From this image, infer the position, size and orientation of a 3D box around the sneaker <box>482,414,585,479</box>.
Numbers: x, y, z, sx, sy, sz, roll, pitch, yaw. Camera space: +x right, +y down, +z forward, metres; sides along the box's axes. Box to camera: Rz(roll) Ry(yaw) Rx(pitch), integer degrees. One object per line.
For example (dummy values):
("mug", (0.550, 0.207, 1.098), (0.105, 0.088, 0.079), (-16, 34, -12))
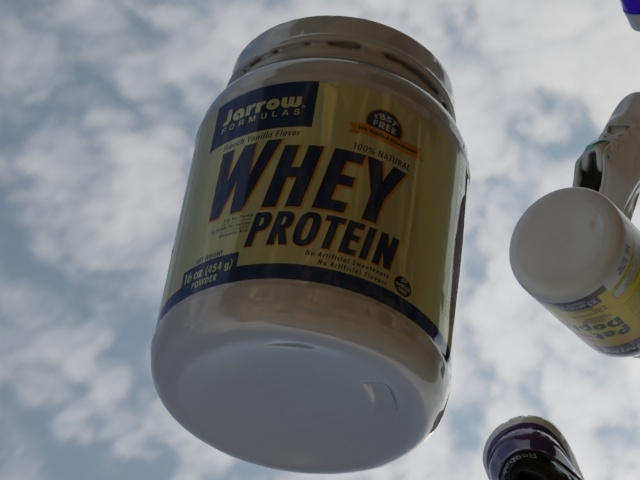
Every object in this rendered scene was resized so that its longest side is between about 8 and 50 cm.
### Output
("sneaker", (0.245, 0.303, 1.638), (0.283, 0.107, 0.124), (52, -171, -10))

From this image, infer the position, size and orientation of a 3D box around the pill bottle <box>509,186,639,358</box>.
("pill bottle", (0.277, 0.040, 1.717), (0.215, 0.117, 0.117), (37, -145, -49))

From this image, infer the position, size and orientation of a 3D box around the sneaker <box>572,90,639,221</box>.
("sneaker", (0.326, -0.093, 1.975), (0.094, 0.080, 0.212), (46, -123, -40))

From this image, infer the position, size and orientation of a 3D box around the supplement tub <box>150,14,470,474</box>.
("supplement tub", (0.000, 0.000, 1.444), (0.235, 0.235, 0.325), (25, -130, -20))

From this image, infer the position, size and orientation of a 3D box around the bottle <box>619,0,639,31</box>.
("bottle", (0.242, -0.310, 1.477), (0.283, 0.118, 0.092), (63, -149, -26))
